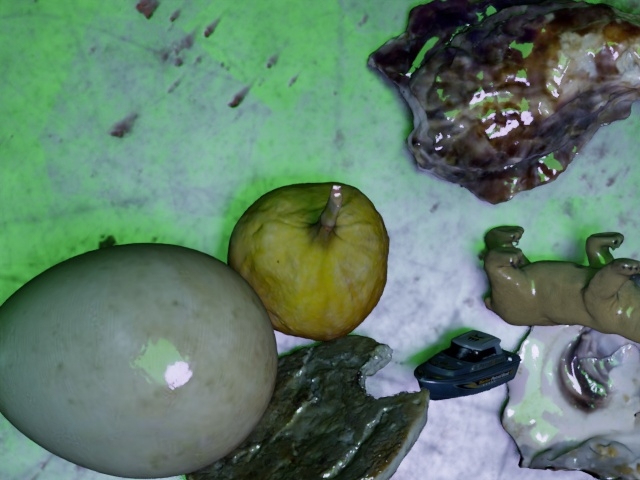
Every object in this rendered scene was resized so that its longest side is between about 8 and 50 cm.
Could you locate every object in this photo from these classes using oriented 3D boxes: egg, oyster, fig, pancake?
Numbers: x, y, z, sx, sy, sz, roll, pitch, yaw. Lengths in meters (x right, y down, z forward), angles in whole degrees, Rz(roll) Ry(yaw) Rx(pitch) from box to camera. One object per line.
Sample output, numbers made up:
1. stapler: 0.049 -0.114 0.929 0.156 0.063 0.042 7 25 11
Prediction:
1. egg: -0.184 0.110 1.578 0.295 0.218 0.218 1 87 17
2. oyster: 0.289 0.137 1.674 0.223 0.083 0.214 -4 68 19
3. fig: 0.000 0.000 1.582 0.159 0.257 0.159 2 72 -6
4. oyster: 0.207 -0.154 1.678 0.275 0.100 0.271 41 101 -5
5. pancake: -0.017 0.185 1.591 0.254 0.253 0.037 -36 122 -5

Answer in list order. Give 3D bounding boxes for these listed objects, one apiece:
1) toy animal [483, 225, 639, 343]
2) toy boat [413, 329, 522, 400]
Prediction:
1. toy animal: 0.249 0.050 1.638 0.219 0.103 0.101 4 107 28
2. toy boat: 0.135 0.124 1.639 0.055 0.141 0.060 18 108 35
